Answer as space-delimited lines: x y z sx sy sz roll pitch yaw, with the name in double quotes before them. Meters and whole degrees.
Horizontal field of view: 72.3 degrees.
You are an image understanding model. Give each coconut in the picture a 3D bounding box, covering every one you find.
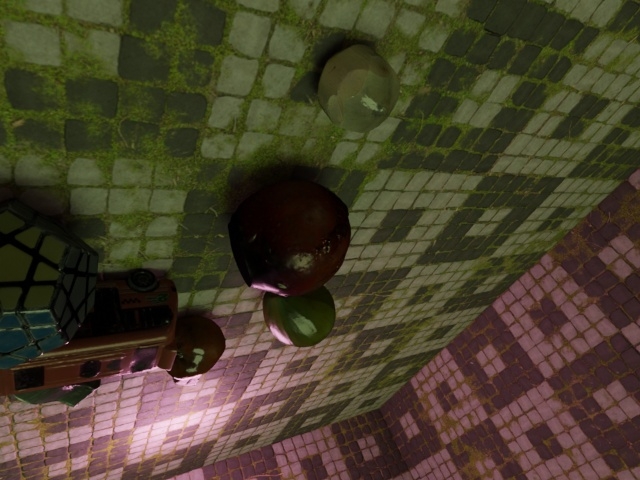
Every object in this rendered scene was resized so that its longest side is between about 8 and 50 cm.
"coconut" 0.079 -0.300 0.894 0.160 0.162 0.161 -18 145 -13

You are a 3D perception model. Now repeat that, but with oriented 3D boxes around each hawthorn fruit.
"hawthorn fruit" -0.393 0.344 1.424 0.199 0.200 0.251 -42 155 20
"hawthorn fruit" -0.080 -0.007 1.076 0.315 0.316 0.316 -19 146 -13

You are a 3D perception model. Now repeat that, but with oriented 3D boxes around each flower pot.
"flower pot" -0.783 0.423 1.312 0.108 0.103 0.229 -35 146 9

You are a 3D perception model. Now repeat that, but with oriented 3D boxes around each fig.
"fig" -0.076 0.221 1.429 0.239 0.240 0.271 -29 145 2

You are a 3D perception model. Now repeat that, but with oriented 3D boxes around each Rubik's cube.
"Rubik's cube" -0.591 0.078 0.827 0.318 0.264 0.319 -19 144 -14

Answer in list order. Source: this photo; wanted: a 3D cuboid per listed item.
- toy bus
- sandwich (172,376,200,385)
"toy bus" -0.569 0.224 1.078 0.426 0.233 0.203 -1 138 -33
"sandwich" -0.457 0.466 1.631 0.163 0.079 0.113 -35 148 9
